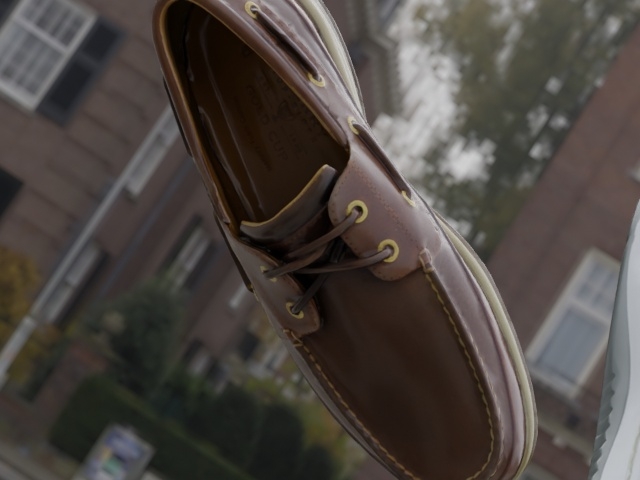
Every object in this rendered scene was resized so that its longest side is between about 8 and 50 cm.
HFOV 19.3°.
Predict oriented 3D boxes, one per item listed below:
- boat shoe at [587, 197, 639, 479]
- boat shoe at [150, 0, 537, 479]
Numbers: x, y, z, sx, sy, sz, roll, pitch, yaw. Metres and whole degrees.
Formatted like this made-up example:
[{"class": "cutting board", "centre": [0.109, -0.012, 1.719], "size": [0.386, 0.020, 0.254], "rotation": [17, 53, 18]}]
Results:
[{"class": "boat shoe", "centre": [0.162, 0.117, 0.751], "size": [0.103, 0.320, 0.118], "rotation": [2, -37, 16]}, {"class": "boat shoe", "centre": [0.000, -0.001, 0.545], "size": [0.178, 0.064, 0.060], "rotation": [61, 19, 8]}]
